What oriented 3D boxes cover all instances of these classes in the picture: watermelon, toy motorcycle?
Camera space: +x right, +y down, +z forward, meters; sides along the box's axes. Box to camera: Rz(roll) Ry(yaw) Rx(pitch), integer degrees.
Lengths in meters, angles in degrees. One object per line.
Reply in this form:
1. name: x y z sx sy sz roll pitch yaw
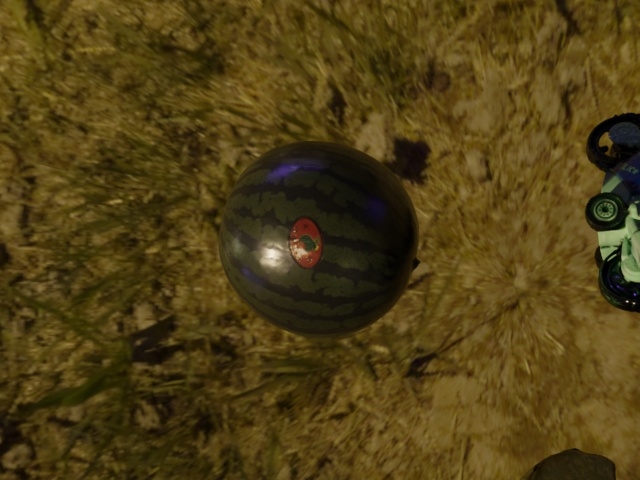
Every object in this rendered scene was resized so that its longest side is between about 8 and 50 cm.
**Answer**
1. watermelon: 0.000 0.000 1.192 0.212 0.212 0.212 0 88 10
2. toy motorcycle: 0.417 -0.041 1.357 0.196 0.125 0.331 -8 46 17

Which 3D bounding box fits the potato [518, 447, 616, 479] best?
1. potato: 0.141 0.221 0.797 0.081 0.149 0.120 31 129 -12
